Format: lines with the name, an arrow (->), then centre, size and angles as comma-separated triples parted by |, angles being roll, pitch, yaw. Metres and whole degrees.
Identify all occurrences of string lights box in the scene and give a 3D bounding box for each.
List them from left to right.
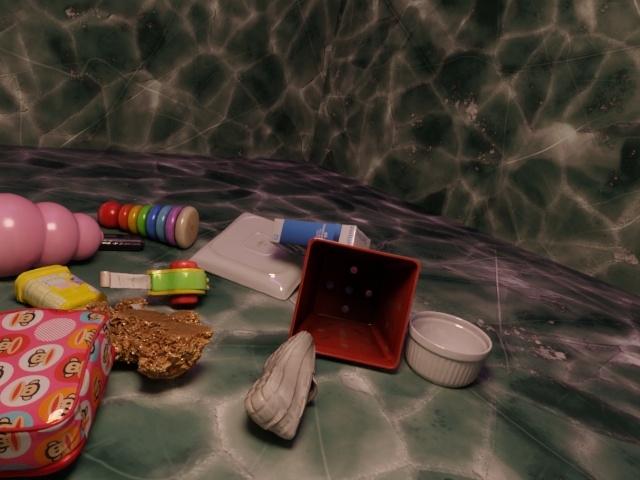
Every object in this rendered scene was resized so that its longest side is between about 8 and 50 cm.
string lights box -> 0.000, 0.000, 1.475 | 0.259, 0.077, 0.133 | 6, -15, 26

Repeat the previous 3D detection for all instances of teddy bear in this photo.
teddy bear -> -0.373, 0.203, 1.068 | 0.337, 0.113, 0.245 | 11, 9, 19

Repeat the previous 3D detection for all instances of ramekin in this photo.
ramekin -> 0.309, 0.272, 1.267 | 0.207, 0.109, 0.207 | 11, 18, -4

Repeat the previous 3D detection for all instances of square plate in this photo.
square plate -> -0.186, 0.025, 1.631 | 0.344, 0.049, 0.347 | 19, 36, 16

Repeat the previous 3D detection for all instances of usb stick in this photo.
usb stick -> -0.677, 0.002, 1.533 | 0.277, 0.045, 0.077 | 2, 14, -29

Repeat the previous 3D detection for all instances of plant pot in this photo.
plant pot -> 0.078, 0.142, 1.303 | 0.267, 0.267, 0.236 | 12, 3, -1

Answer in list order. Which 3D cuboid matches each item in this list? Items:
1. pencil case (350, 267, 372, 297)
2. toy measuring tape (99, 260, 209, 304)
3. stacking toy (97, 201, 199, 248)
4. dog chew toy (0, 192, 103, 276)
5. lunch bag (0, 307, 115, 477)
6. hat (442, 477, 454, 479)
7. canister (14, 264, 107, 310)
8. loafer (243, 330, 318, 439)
pencil case -> 0.165, 0.122, 1.618 | 0.124, 0.124, 0.284 | 3, 19, -26
toy measuring tape -> -0.372, 0.100, 1.243 | 0.121, 0.121, 0.330 | 21, 1, 26
stacking toy -> -0.580, -0.068, 1.685 | 0.330, 0.141, 0.141 | 10, 18, 6
dog chew toy -> -0.726, -0.011, 1.315 | 0.206, 0.207, 0.331 | 26, 14, 35
lunch bag -> -0.486, 0.225, 0.808 | 0.258, 0.120, 0.293 | 1, 28, -8
hat -> 0.136, 0.457, 0.736 | 0.208, 0.183, 0.173 | 53, 23, -11
canister -> -0.592, 0.127, 1.167 | 0.169, 0.073, 0.126 | 23, 21, 26
loafer -> -0.060, 0.283, 1.030 | 0.111, 0.112, 0.319 | 49, 19, -3
